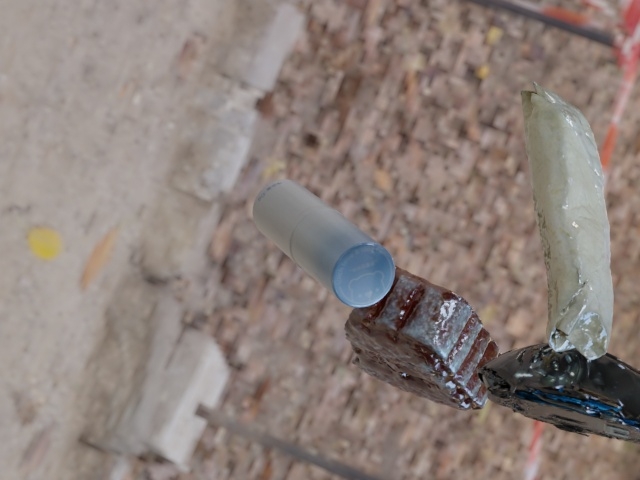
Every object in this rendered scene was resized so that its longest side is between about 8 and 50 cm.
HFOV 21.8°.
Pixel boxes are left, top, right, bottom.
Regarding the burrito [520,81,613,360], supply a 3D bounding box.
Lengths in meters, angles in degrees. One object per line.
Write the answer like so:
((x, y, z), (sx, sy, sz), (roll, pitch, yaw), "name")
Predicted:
((0.223, -0.022, 1.503), (0.059, 0.082, 0.275), (-34, -136, 42), "burrito")

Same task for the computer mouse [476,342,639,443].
((0.277, 0.152, 1.691), (0.146, 0.242, 0.077), (65, 41, -74), "computer mouse")

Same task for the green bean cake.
((0.113, 0.120, 2.050), (0.097, 0.199, 0.232), (-59, 151, -15), "green bean cake")

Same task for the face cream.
((0.000, 0.000, 1.864), (0.250, 0.077, 0.077), (40, -67, 62), "face cream")
